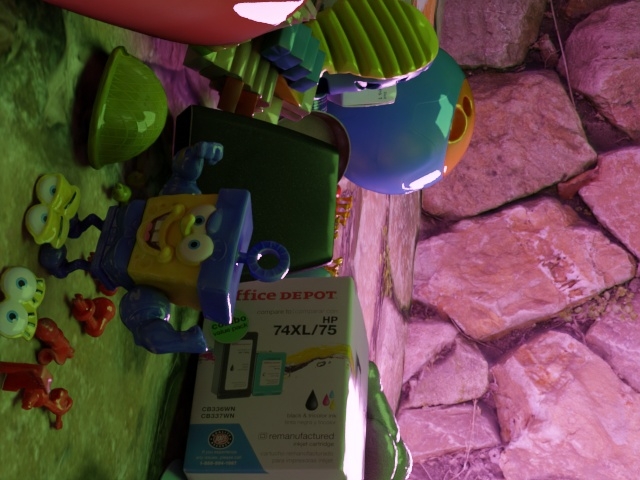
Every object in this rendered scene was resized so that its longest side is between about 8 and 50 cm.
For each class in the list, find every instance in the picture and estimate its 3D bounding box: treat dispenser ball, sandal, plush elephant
[{"bbox_3d":[0.135,-0.227,2.070,0.288,0.288,0.288,4,90,-78],"label":"treat dispenser ball"},{"bbox_3d":[0.003,-0.241,1.539,0.138,0.318,0.126,128,-50,-72],"label":"sandal"},{"bbox_3d":[0.003,0.384,1.822,0.255,0.272,0.330,-35,100,-30],"label":"plush elephant"}]

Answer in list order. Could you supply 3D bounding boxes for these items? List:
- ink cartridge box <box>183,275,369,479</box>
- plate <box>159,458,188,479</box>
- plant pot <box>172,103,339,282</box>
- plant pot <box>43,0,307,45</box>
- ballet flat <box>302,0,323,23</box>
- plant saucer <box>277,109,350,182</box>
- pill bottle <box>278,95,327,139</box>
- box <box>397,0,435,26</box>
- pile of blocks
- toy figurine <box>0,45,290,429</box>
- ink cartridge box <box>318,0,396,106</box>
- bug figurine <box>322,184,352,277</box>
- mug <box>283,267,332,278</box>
[{"bbox_3d":[-0.047,0.210,1.491,0.197,0.198,0.270,75,15,-55],"label":"ink cartridge box"},{"bbox_3d":[-0.175,0.362,1.402,0.188,0.024,0.188,3,90,-78],"label":"plate"},{"bbox_3d":[-0.075,-0.043,1.263,0.188,0.167,0.187,-171,-95,-77],"label":"plant pot"},{"bbox_3d":[-0.139,-0.281,0.863,0.243,0.275,0.274,-27,121,-65],"label":"plant pot"},{"bbox_3d":[-0.037,-0.427,1.601,0.124,0.116,0.342,-20,109,-63],"label":"ballet flat"},{"bbox_3d":[-0.036,-0.120,1.688,0.029,0.169,0.168,49,-29,48],"label":"plant saucer"},{"bbox_3d":[-0.036,-0.228,1.718,0.094,0.094,0.169,-61,152,-65],"label":"pill bottle"},{"bbox_3d":[0.123,-0.466,2.241,0.345,0.168,0.214,56,39,-71],"label":"box"},{"bbox_3d":[-0.078,-0.202,1.274,0.362,0.149,0.112,46,54,-59],"label":"pile of blocks"},{"bbox_3d":[-0.126,0.001,1.050,0.191,0.217,0.362,77,20,-54],"label":"toy figurine"},{"bbox_3d":[0.032,-0.304,1.777,0.219,0.093,0.160,-144,-130,-62],"label":"ink cartridge box"},{"bbox_3d":[0.000,0.000,2.027,0.279,0.072,0.216,-57,155,-76],"label":"bug figurine"},{"bbox_3d":[-0.023,0.114,1.883,0.129,0.097,0.157,-75,164,-44],"label":"mug"}]
